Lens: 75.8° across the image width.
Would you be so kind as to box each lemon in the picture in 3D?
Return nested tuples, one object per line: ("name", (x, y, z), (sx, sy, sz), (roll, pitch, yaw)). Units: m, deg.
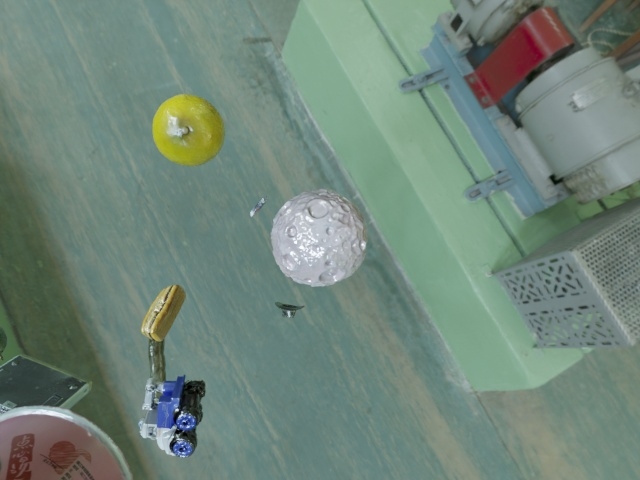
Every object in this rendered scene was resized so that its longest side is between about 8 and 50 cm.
("lemon", (-0.444, -0.366, 1.381), (0.241, 0.219, 0.240), (-2, 108, -5))

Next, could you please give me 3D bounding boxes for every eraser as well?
("eraser", (-0.219, -0.120, 1.463), (0.019, 0.099, 0.027), (50, 35, 0))

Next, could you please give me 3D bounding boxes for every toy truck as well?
("toy truck", (-0.439, 0.514, 1.209), (0.177, 0.161, 0.212), (7, 106, -11))

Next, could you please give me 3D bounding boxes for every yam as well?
("yam", (-0.571, 0.448, 1.446), (0.061, 0.061, 0.274), (-13, 47, -14))

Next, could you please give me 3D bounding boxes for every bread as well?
("bread", (-0.548, 0.249, 1.440), (0.077, 0.115, 0.200), (15, 64, 13))

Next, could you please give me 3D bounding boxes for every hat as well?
("hat", (-0.116, 0.261, 1.526), (0.121, 0.121, 0.050), (6, 90, -9))

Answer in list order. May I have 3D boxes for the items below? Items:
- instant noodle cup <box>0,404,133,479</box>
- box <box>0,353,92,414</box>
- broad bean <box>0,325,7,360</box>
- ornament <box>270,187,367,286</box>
("instant noodle cup", (-0.355, 0.334, 0.412), (0.243, 0.231, 0.242), (0, 94, 3))
("box", (-0.869, 0.448, 1.229), (0.271, 0.211, 0.045), (19, 112, 9))
("broad bean", (-0.431, 0.052, 0.423), (0.053, 0.256, 0.052), (-26, 43, 4))
("ornament", (0.000, 0.000, 1.066), (0.260, 0.259, 0.224), (-8, 55, -13))
